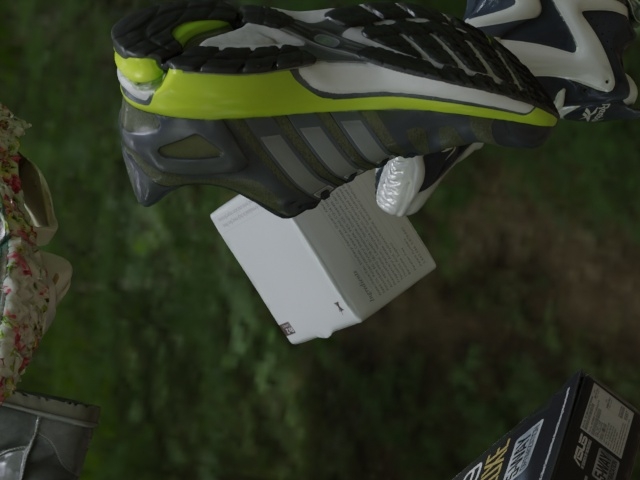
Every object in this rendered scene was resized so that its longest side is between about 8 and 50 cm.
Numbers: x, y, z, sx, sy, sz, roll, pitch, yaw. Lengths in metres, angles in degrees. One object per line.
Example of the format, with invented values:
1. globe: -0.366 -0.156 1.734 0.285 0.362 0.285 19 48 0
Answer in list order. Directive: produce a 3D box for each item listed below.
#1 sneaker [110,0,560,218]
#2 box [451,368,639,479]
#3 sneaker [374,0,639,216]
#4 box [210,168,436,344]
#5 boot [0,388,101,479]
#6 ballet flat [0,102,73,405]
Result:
1. sneaker: 0.008 -0.079 1.083 0.111 0.299 0.121 -111 29 -51
2. box: 0.146 0.285 1.424 0.242 0.076 0.307 -47 9 41
3. sneaker: 0.148 -0.097 1.203 0.235 0.153 0.094 -62 7 -12
4. box: 0.000 0.000 1.850 0.119 0.182 0.181 -35 4 -27
5. boot: -0.293 0.233 1.503 0.076 0.189 0.209 34 -112 -85
6. ballet flat: -0.182 -0.001 0.975 0.091 0.077 0.241 -48 43 33
